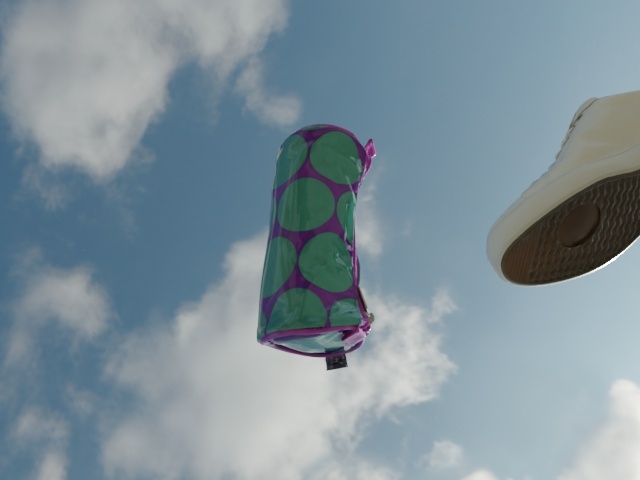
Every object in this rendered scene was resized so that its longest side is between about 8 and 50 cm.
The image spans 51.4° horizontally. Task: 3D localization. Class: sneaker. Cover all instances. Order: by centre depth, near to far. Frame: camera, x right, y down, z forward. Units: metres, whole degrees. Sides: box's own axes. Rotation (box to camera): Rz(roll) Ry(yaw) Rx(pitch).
[{"bbox_3d":[0.255,-0.060,0.629,0.290,0.123,0.106,-30,-51,-13],"label":"sneaker"}]

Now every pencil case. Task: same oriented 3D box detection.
[{"bbox_3d":[0.000,0.000,0.424,0.070,0.064,0.151,-4,-120,11],"label":"pencil case"}]
